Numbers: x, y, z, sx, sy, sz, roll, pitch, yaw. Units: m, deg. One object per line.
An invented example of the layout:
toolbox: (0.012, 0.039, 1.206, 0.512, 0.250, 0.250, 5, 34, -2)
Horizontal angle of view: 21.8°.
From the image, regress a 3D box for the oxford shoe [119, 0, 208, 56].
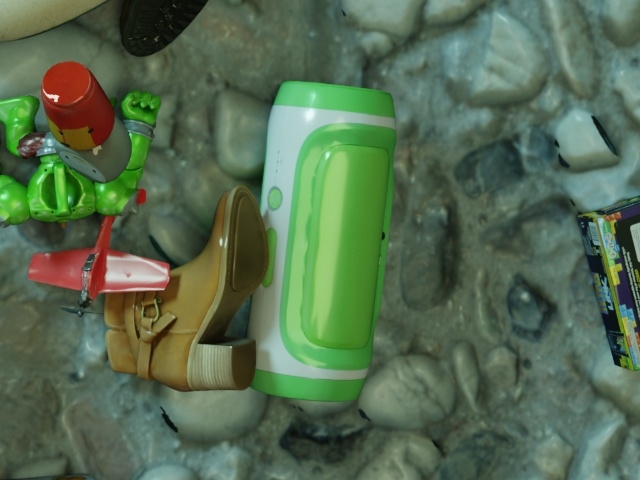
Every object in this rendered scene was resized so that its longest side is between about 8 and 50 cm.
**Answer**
oxford shoe: (-0.141, -0.283, 1.560, 0.083, 0.096, 0.227, 7, 112, -48)

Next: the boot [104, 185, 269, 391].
boot: (-0.132, 0.043, 1.560, 0.073, 0.152, 0.197, 9, 86, -59)

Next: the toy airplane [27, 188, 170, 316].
toy airplane: (-0.202, 0.005, 1.555, 0.151, 0.151, 0.028, -42, 145, -10)

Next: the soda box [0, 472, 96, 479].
soda box: (-0.300, 0.261, 1.564, 0.183, 0.058, 0.063, -3, 95, -17)

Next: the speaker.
speaker: (0.000, 0.000, 1.600, 0.131, 0.131, 0.296, 5, 93, -18)

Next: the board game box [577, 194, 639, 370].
board game box: (0.360, 0.034, 1.756, 0.141, 0.048, 0.170, -18, 99, -17)

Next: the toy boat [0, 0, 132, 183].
toy boat: (-0.245, -0.205, 1.469, 0.267, 0.148, 0.318, -19, 66, -3)

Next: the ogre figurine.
ogre figurine: (-0.245, -0.073, 1.530, 0.197, 0.097, 0.118, -2, 79, -28)
